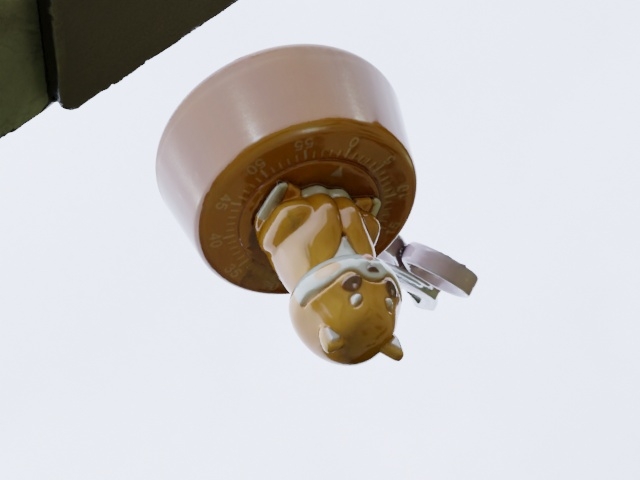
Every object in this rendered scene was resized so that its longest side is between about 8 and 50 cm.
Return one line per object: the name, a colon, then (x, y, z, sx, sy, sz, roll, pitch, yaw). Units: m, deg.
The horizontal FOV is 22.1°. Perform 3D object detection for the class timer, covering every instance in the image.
timer: (0.000, 0.000, 0.793, 0.132, 0.152, 0.132, -12, -44, -12)

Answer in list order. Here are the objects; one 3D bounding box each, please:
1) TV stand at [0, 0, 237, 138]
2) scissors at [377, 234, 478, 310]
TV stand: (-0.087, -0.067, 0.487, 0.256, 0.040, 0.049, -39, -33, -35)
scissors: (0.077, 0.026, 1.309, 0.031, 0.118, 0.242, -62, -13, -7)
